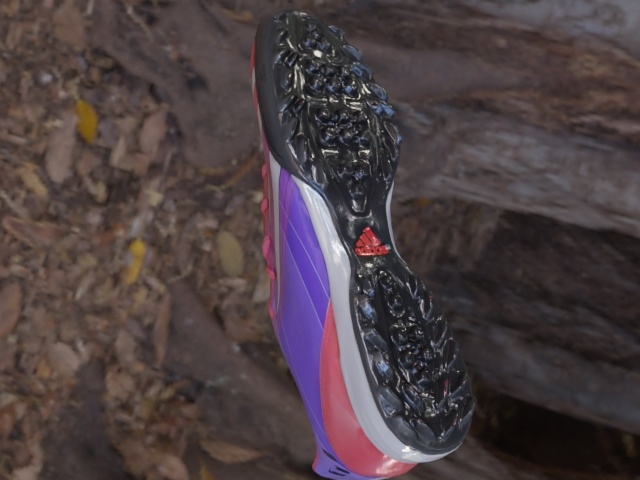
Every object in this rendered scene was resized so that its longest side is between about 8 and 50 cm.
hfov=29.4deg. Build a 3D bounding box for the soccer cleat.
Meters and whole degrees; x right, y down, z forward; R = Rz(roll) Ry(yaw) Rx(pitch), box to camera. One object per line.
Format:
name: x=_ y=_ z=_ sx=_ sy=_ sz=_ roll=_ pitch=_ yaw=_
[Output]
soccer cleat: x=0.000 y=0.000 z=0.797 sx=0.108 sy=0.116 sz=0.318 roll=-2 pitch=68 yaw=-41
